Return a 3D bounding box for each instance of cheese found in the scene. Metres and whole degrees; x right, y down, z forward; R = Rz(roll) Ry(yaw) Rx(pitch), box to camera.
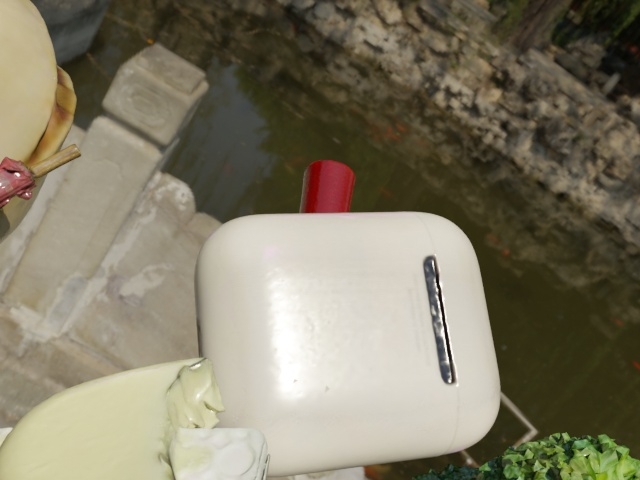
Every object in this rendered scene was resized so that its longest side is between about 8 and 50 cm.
[{"bbox_3d":[-0.134,0.110,0.340,0.234,0.050,0.127,-5,33,8],"label":"cheese"}]

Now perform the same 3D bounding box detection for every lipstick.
[{"bbox_3d":[0.000,0.000,1.001,0.080,0.080,0.241,23,55,-24],"label":"lipstick"}]

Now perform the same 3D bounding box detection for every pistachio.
[{"bbox_3d":[-0.221,-0.072,0.426,0.143,0.144,0.215,25,48,-21],"label":"pistachio"}]

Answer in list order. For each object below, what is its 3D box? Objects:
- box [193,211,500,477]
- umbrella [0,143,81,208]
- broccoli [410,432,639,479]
[{"bbox_3d":[0.034,0.108,0.820,0.348,0.141,0.289,-1,72,-21],"label":"box"},{"bbox_3d":[-0.185,-0.004,0.323,0.027,0.165,0.025,9,-51,63],"label":"umbrella"},{"bbox_3d":[0.133,0.288,0.367,0.321,0.413,0.310,50,28,-12],"label":"broccoli"}]
